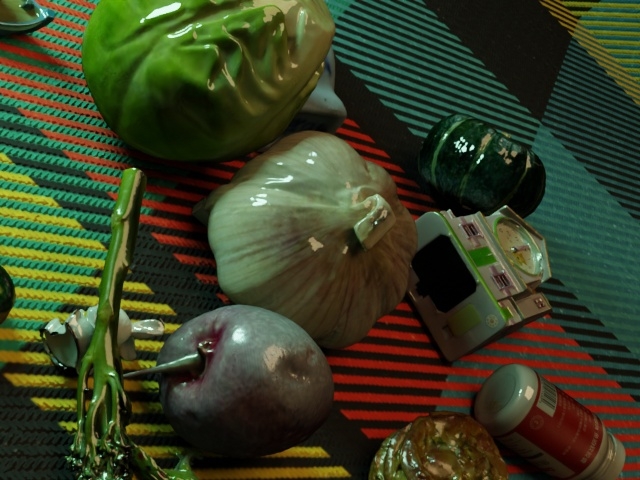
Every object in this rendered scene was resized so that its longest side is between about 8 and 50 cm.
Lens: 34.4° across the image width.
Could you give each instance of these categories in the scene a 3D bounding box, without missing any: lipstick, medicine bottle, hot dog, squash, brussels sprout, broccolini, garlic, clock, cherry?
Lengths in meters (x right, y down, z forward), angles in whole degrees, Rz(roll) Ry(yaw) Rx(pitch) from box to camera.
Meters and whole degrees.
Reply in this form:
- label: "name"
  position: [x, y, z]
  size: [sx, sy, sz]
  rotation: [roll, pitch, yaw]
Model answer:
- label: "lipstick"
  position: [-0.144, -0.019, 1.544]
  size: [0.107, 0.025, 0.025]
  rotation: [41, 36, -22]
- label: "medicine bottle"
  position: [0.382, 0.314, 1.715]
  size: [0.250, 0.131, 0.131]
  rotation: [36, 37, -19]
- label: "hot dog"
  position: [0.197, 0.349, 1.492]
  size: [0.272, 0.122, 0.196]
  rotation: [6, 47, -43]
- label: "squash"
  position: [0.310, -0.137, 1.976]
  size: [0.252, 0.165, 0.252]
  rotation: [24, 3, -2]
- label: "brussels sprout"
  position: [-0.153, -0.263, 1.492]
  size: [0.289, 0.355, 0.281]
  rotation: [61, 7, 4]
- label: "broccolini"
  position: [-0.228, 0.107, 1.200]
  size: [0.079, 0.074, 0.392]
  rotation: [6, 68, 0]
- label: "garlic"
  position: [-0.007, 0.004, 1.488]
  size: [0.322, 0.322, 0.241]
  rotation: [47, -2, -4]
- label: "clock"
  position: [0.297, 0.054, 1.834]
  size: [0.310, 0.166, 0.235]
  rotation: [-10, 66, -53]
- label: "cherry"
  position: [-0.092, 0.174, 1.266]
  size: [0.266, 0.213, 0.183]
  rotation: [22, 76, -46]

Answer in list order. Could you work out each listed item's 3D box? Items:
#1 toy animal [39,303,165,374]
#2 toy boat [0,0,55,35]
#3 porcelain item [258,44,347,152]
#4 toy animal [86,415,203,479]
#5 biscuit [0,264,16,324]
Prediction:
- label: "toy animal"
  position: [-0.265, 0.110, 1.248]
  size: [0.085, 0.071, 0.124]
  rotation: [54, 35, 8]
- label: "toy boat"
  position: [-0.470, -0.350, 1.430]
  size: [0.215, 0.102, 0.088]
  rotation: [21, 46, -35]
- label: "porcelain item"
  position: [-0.110, -0.348, 1.754]
  size: [0.243, 0.178, 0.405]
  rotation: [0, 61, -49]
- label: "toy animal"
  position: [-0.185, 0.262, 1.225]
  size: [0.217, 0.041, 0.075]
  rotation: [43, 36, -1]
- label: "biscuit"
  position: [-0.468, 0.011, 1.132]
  size: [0.287, 0.057, 0.343]
  rotation: [37, 37, -18]
